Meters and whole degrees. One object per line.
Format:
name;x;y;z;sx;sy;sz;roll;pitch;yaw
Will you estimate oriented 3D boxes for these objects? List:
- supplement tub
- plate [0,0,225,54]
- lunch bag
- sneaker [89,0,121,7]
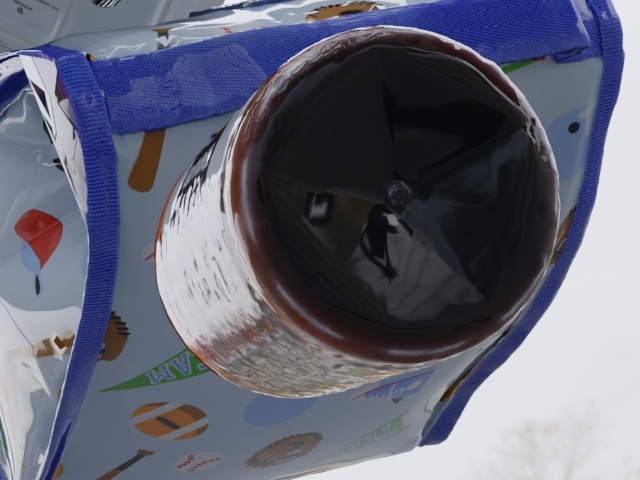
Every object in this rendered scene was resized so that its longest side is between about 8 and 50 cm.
supplement tub;0.000;0.000;0.596;0.106;0.106;0.198;-18;-4;-18
plate;-0.220;-0.192;1.315;0.278;0.277;0.045;-62;9;19
lunch bag;-0.036;-0.014;1.002;0.327;0.239;0.385;-13;-23;-25
sneaker;-0.171;-0.203;0.912;0.109;0.130;0.286;-55;-11;1
